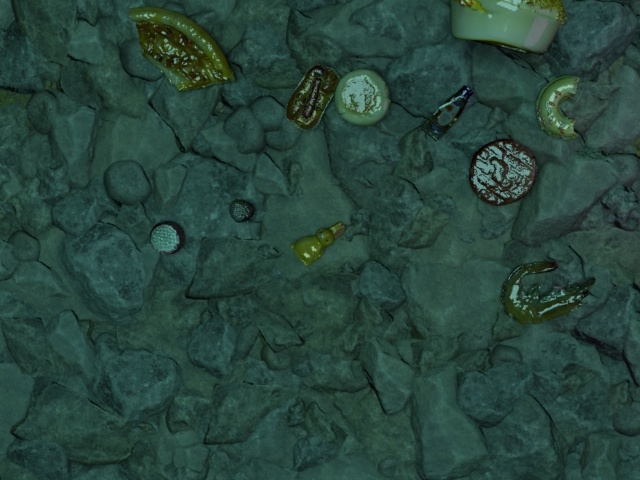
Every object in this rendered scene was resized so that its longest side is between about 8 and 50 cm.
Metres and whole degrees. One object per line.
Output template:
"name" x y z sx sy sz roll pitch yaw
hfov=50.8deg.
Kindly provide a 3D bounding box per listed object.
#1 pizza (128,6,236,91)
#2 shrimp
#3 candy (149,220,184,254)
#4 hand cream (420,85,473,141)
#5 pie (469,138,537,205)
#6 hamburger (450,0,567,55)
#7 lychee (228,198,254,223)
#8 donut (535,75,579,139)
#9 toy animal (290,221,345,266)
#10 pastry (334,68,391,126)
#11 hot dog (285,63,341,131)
"pizza" -0.400 -0.537 1.907 0.365 0.074 0.182 41 93 3
"shrimp" 0.612 0.131 1.837 0.253 0.058 0.173 -30 83 14
"candy" -0.457 -0.008 2.004 0.103 0.043 0.103 1 97 9
"hand cream" 0.346 -0.347 1.824 0.062 0.039 0.163 37 105 -13
"pie" 0.488 -0.183 1.815 0.183 0.049 0.182 2 99 11
"hamburger" 0.453 -0.566 1.657 0.294 0.276 0.179 13 111 3
"lychee" -0.227 -0.084 1.946 0.083 0.068 0.067 47 61 5
"donut" 0.619 -0.347 1.761 0.108 0.065 0.165 3 98 10
"toy animal" -0.002 -0.002 1.917 0.159 0.070 0.083 -39 88 7
"pastry" 0.116 -0.387 1.831 0.157 0.092 0.156 1 95 11
"hot dog" -0.024 -0.398 1.872 0.108 0.059 0.191 30 99 0
